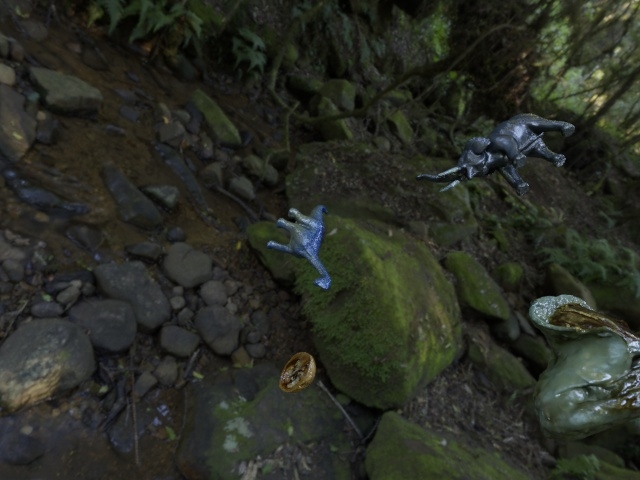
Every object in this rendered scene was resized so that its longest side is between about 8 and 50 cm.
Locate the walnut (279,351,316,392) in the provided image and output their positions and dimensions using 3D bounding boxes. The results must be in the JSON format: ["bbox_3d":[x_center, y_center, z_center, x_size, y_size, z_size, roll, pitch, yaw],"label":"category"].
[{"bbox_3d":[-0.049,0.338,1.172,0.052,0.121,0.091,33,22,-34],"label":"walnut"}]

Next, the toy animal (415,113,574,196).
[{"bbox_3d":[0.319,-0.143,0.828,0.137,0.270,0.082,57,-7,51],"label":"toy animal"}]

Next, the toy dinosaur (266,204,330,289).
[{"bbox_3d":[0.000,0.000,1.002,0.188,0.075,0.248,28,38,21],"label":"toy dinosaur"}]

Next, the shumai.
[{"bbox_3d":[0.593,0.264,1.039,0.330,0.292,0.288,15,44,-46],"label":"shumai"}]
